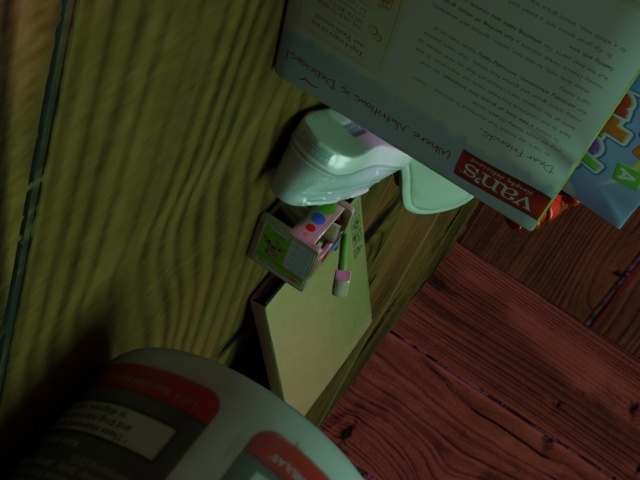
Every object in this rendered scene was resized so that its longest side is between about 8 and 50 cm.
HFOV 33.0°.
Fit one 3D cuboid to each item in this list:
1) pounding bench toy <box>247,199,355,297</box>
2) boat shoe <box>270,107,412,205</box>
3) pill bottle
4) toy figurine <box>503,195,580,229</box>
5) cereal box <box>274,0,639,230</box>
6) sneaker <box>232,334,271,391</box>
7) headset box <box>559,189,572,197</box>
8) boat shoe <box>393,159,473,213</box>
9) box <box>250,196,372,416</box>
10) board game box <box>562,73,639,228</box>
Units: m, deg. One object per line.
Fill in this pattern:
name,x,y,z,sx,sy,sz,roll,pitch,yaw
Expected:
pounding bench toy,0.000,0.000,0.822,0.065,0.083,0.052,-49,168,-39
boat shoe,0.017,-0.057,0.790,0.063,0.066,0.184,-49,176,21
pill bottle,-0.137,0.248,0.555,0.363,0.210,0.210,-50,169,-33
toy figurine,0.261,-0.144,1.315,0.148,0.209,0.213,-34,158,-41
cereal box,0.073,-0.119,0.502,0.047,0.173,0.240,-53,171,-28
sneaker,-0.070,0.148,1.101,0.170,0.051,0.089,-44,166,-38
headset box,0.256,-0.217,1.045,0.293,0.110,0.218,-75,177,-46
boat shoe,0.113,-0.139,1.017,0.319,0.116,0.099,90,-9,-63
box,-0.003,0.070,1.050,0.164,0.021,0.201,-51,151,-33
board game box,0.107,-0.114,0.567,0.039,0.212,0.160,-49,169,-27
